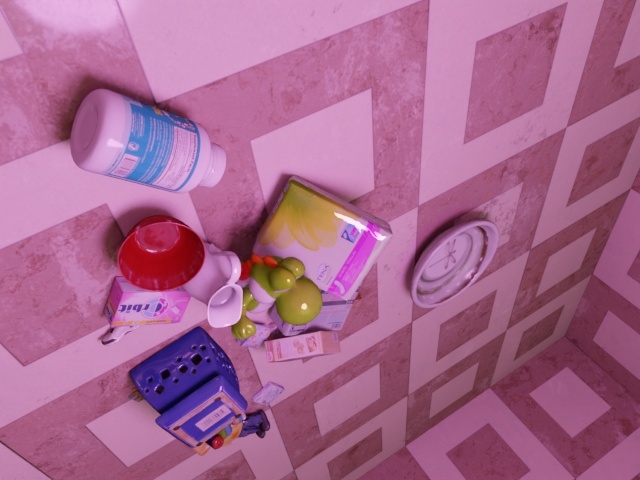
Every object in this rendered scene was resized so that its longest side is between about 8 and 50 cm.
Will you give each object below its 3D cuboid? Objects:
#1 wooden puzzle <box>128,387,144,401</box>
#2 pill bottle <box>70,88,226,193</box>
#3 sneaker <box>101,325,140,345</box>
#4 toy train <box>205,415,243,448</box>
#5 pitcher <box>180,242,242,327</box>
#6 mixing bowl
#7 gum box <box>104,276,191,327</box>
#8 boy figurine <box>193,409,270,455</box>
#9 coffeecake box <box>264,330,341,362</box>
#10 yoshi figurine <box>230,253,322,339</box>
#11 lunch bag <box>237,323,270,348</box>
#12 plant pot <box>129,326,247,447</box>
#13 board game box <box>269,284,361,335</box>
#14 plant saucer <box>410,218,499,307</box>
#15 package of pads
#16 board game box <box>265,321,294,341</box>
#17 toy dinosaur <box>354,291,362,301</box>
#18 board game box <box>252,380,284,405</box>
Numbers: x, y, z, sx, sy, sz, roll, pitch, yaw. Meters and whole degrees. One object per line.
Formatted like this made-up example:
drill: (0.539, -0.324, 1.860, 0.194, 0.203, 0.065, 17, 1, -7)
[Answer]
wooden puzzle: (-0.518, 0.443, 1.531, 0.049, 0.006, 0.083, -38, 142, -5)
pill bottle: (-0.309, -0.172, 0.995, 0.264, 0.146, 0.146, 13, 117, -47)
sneaker: (-0.495, 0.215, 1.310, 0.109, 0.040, 0.043, -37, 126, -11)
toy train: (-0.340, 0.534, 1.717, 0.143, 0.105, 0.247, -32, 121, -38)
pitcher: (-0.248, 0.071, 1.233, 0.126, 0.207, 0.177, 1, 120, -38)
mixing bowl: (-0.351, 0.012, 1.164, 0.182, 0.098, 0.181, -13, 129, -17)
gum box: (-0.408, 0.145, 1.288, 0.189, 0.062, 0.107, 3, 125, -42)
boy figurine: (-0.316, 0.665, 1.855, 0.285, 0.092, 0.177, 0, 133, -44)
coffeecake box: (-0.052, 0.325, 1.622, 0.186, 0.068, 0.142, -14, 165, 21)
yoshi figurine: (-0.117, 0.145, 1.295, 0.203, 0.203, 0.362, 14, 160, -25)
lunch bag: (-0.200, 0.282, 1.609, 0.083, 0.053, 0.071, -46, 141, 21)
plant pot: (-0.349, 0.422, 1.484, 0.236, 0.212, 0.236, -34, 139, -10)
board game box: (0.008, 0.129, 1.581, 0.224, 0.097, 0.303, 2, 121, -41)
plant saucer: (0.465, 0.069, 1.929, 0.401, 0.100, 0.400, -23, 138, -22)
package of pads: (0.000, 0.000, 1.359, 0.297, 0.101, 0.229, 27, 111, -11)
board game box: (-0.111, 0.280, 1.703, 0.154, 0.026, 0.103, -30, 141, -14)
toy dinosaur: (0.070, 0.190, 1.758, 0.112, 0.064, 0.211, 9, 113, -24)
board game box: (-0.186, 0.549, 1.908, 0.090, 0.020, 0.090, -43, 143, 3)
